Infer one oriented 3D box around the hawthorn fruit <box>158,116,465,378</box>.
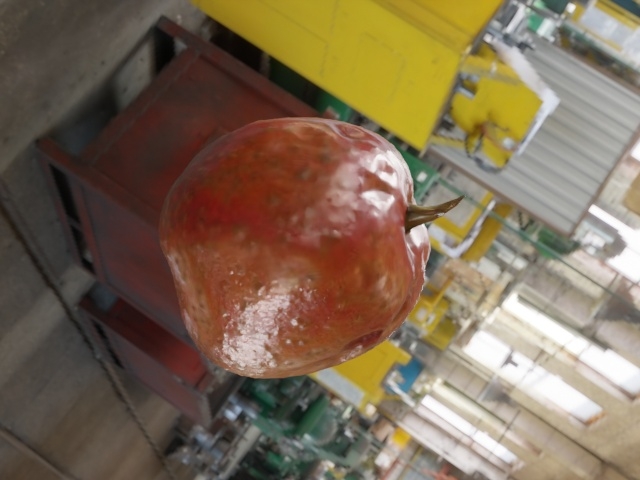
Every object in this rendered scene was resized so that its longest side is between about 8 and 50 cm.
[{"bbox_3d":[0.000,0.000,0.619,0.179,0.201,0.179,-8,90,-75],"label":"hawthorn fruit"}]
